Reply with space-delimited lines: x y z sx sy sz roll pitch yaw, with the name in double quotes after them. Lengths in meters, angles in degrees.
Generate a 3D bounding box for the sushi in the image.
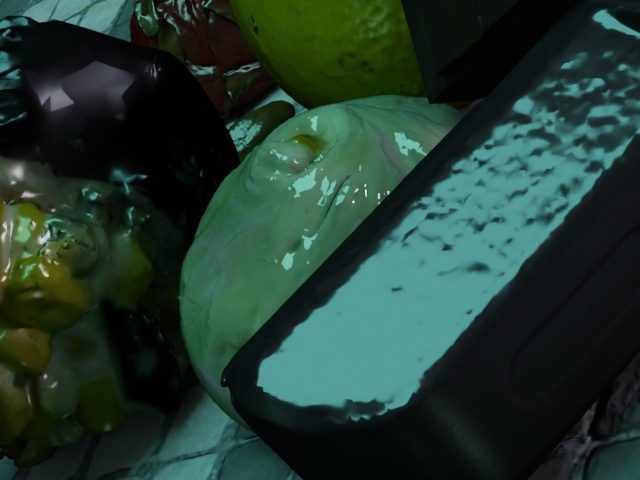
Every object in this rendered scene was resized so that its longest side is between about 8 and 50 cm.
-0.224 0.025 1.434 0.329 0.328 0.285 -20 47 12 "sushi"

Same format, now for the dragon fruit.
-0.116 -0.233 1.796 0.218 0.148 0.224 3 51 54 "dragon fruit"

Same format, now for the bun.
0.000 0.000 1.296 0.283 0.179 0.283 -34 30 23 "bun"

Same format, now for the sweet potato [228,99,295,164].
-0.090 -0.056 1.626 0.182 0.053 0.054 -43 67 5 "sweet potato"

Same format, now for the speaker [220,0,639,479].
0.150 0.024 1.082 0.388 0.180 0.184 -47 33 -8 "speaker"

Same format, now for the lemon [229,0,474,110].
0.048 -0.224 1.445 0.260 0.260 0.284 -146 57 -61 "lemon"

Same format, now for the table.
0.148 -0.210 1.231 0.172 0.169 0.193 -10 -14 -23 "table"
